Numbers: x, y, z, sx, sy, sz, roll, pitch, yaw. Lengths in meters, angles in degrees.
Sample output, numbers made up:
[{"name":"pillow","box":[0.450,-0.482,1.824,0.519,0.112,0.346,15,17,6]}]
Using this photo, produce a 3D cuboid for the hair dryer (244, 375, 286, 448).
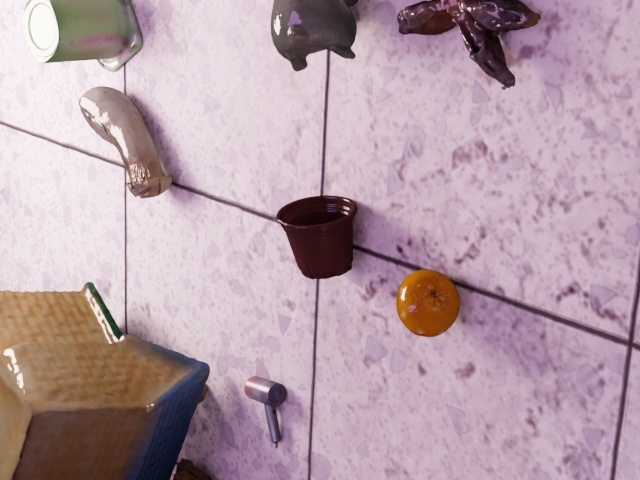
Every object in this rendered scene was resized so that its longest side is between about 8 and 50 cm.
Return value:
[{"name":"hair dryer","box":[-0.079,0.265,1.670,0.063,0.037,0.114,8,112,49]}]

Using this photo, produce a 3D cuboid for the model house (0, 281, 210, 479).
[{"name":"model house","box":[-0.394,0.277,1.807,0.382,0.343,0.334,50,129,44]}]

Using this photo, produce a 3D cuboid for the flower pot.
[{"name":"flower pot","box":[0.000,0.000,1.468,0.111,0.111,0.089,18,124,45]}]

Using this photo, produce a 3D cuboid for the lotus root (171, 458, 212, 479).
[{"name":"lotus root","box":[-0.215,0.449,1.833,0.159,0.095,0.135,-109,29,-79]}]

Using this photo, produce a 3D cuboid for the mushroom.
[{"name":"mushroom","box":[-0.315,-0.161,1.799,0.092,0.081,0.223,-49,63,22]}]

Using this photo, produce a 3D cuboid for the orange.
[{"name":"orange","box":[0.132,0.076,1.344,0.083,0.083,0.070,64,152,15]}]

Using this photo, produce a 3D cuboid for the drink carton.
[{"name":"drink carton","box":[-0.400,-0.352,1.800,0.144,0.142,0.146,-26,81,49]}]

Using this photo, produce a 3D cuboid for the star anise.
[{"name":"star anise","box":[0.161,-0.284,1.240,0.208,0.063,0.171,37,123,37]}]

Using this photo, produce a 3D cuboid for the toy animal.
[{"name":"toy animal","box":[-0.006,-0.338,1.384,0.108,0.138,0.236,0,85,18]}]
